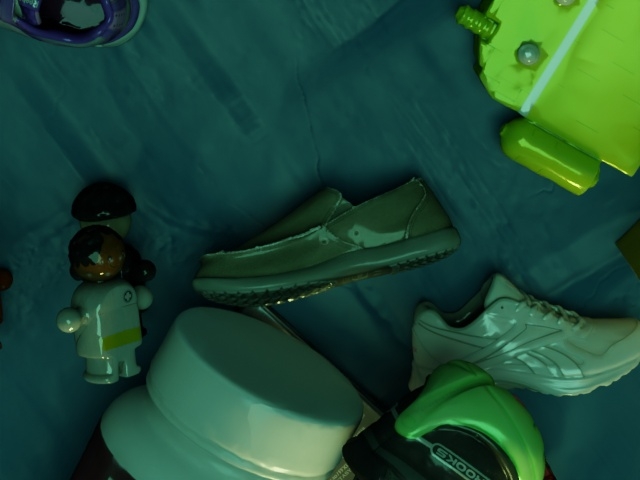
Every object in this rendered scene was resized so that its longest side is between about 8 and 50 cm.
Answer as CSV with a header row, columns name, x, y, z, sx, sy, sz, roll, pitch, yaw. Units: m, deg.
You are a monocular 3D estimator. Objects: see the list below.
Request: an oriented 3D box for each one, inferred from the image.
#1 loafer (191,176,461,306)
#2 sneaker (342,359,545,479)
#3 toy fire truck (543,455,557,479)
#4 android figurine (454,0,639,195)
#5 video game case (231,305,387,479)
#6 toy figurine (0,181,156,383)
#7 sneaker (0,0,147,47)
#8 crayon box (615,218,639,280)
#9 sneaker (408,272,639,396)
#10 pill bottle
name,x,y,z,sx,sy,sz,roll,pitch,yaw
loafer,0.000,0.000,1.642,0.251,0.094,0.087,-12,80,-9
sneaker,0.083,0.322,1.639,0.202,0.185,0.483,-21,127,-24
toy fire truck,0.222,0.272,1.709,0.047,0.192,0.135,-27,79,4
android figurine,0.253,-0.170,1.612,0.273,0.056,0.248,29,104,-14
video game case,-0.035,0.206,1.732,0.274,0.026,0.196,43,101,-14
toy figurine,-0.253,0.039,1.570,0.213,0.209,0.148,-5,102,-2
sneaker,-0.268,-0.220,1.540,0.236,0.104,0.095,13,108,-6
crayon box,0.422,-0.056,1.580,0.083,0.203,0.323,41,102,-15
sneaker,0.194,0.085,1.675,0.232,0.090,0.115,-7,105,-2
pill bottle,-0.133,0.272,1.618,0.224,0.224,0.392,26,106,-11
